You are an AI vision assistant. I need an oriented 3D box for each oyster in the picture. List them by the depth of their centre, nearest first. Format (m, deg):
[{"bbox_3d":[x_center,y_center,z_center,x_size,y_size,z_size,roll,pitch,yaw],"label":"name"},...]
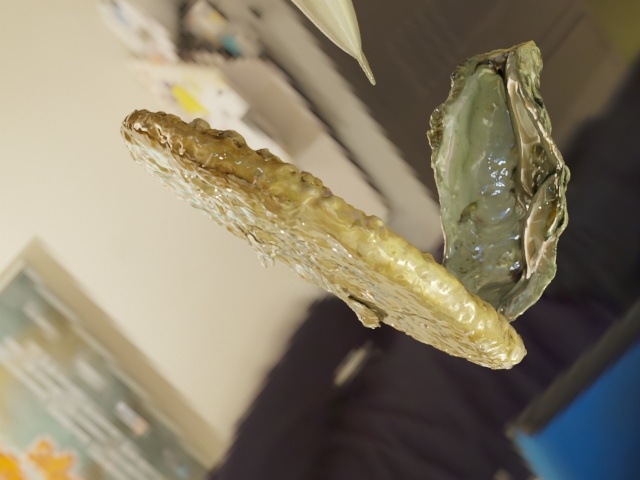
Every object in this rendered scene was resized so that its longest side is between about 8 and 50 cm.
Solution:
[{"bbox_3d":[0.153,-0.050,1.669,0.087,0.199,0.252,22,-155,-35],"label":"oyster"}]

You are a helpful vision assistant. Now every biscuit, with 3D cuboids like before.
[{"bbox_3d":[-0.001,0.001,0.887,0.220,0.033,0.220,30,173,4],"label":"biscuit"}]

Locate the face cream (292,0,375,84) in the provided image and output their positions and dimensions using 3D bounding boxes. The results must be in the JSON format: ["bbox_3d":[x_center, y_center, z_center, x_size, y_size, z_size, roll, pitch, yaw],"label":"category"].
[{"bbox_3d":[-0.049,-0.249,1.312,0.314,0.089,0.143,60,-177,-16],"label":"face cream"}]
